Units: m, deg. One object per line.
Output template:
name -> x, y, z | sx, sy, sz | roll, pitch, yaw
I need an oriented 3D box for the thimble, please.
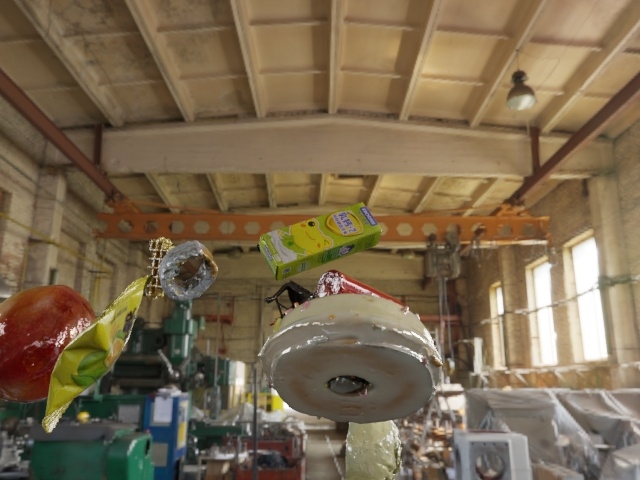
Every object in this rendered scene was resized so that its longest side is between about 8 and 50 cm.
thimble -> -0.353, 0.079, 1.479 | 0.151, 0.127, 0.118 | -34, 22, -9

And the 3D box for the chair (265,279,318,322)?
chair -> -0.029, 0.161, 1.594 | 0.106, 0.229, 0.113 | 27, -38, 40

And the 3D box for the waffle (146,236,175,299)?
waffle -> -0.526, 0.085, 1.825 | 0.160, 0.192, 0.046 | -39, -29, 22

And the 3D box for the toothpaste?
toothpaste -> 0.000, 0.000, 1.507 | 0.327, 0.110, 0.077 | -19, -34, -21

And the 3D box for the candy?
candy -> -0.411, 0.198, 1.021 | 0.081, 0.297, 0.187 | 31, 14, -3

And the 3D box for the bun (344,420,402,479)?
bun -> 0.166, 0.625, 1.650 | 0.152, 0.259, 0.259 | 0, -14, 20

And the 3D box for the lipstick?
lipstick -> 0.097, 0.134, 1.278 | 0.073, 0.073, 0.279 | -10, -24, 35

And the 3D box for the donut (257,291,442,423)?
donut -> 0.065, 0.249, 1.180 | 0.382, 0.142, 0.382 | 4, -45, 4

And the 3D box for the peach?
peach -> -0.743, 0.272, 1.456 | 0.308, 0.308, 0.332 | -4, 22, 14
